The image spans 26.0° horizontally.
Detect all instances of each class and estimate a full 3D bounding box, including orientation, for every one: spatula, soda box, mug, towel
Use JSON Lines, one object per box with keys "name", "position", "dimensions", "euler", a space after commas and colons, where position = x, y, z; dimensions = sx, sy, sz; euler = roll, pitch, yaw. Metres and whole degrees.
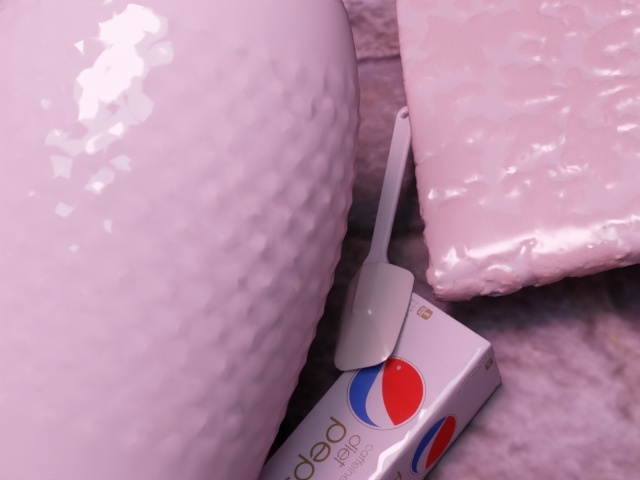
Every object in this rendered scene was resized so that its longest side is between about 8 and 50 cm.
{"name": "spatula", "position": [0.000, 0.000, 1.037], "dimensions": [0.168, 0.019, 0.242], "euler": [-12, 45, 31]}
{"name": "soda box", "position": [0.030, 0.145, 0.952], "dimensions": [0.074, 0.069, 0.216], "euler": [33, 74, 29]}
{"name": "mug", "position": [-0.154, -0.041, 0.892], "dimensions": [0.374, 0.276, 0.328], "euler": [26, 98, 37]}
{"name": "towel", "position": [0.224, -0.122, 1.009], "dimensions": [0.332, 0.053, 0.317], "euler": [-13, 57, 12]}
